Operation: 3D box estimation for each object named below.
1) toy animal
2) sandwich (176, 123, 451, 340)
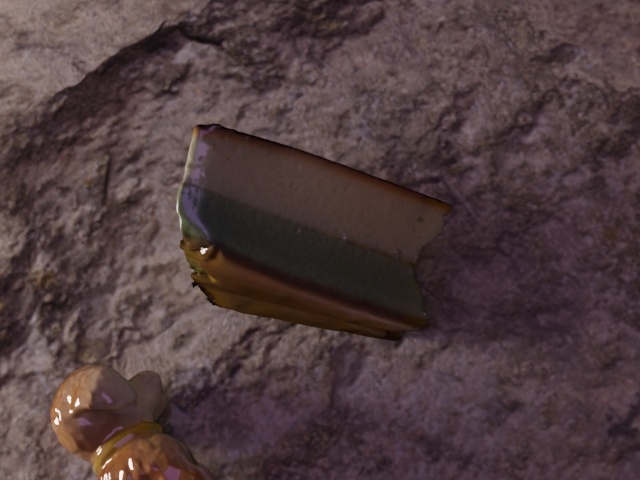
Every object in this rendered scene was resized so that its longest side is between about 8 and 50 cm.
[{"bbox_3d":[-0.171,0.199,0.982,0.184,0.104,0.185,-41,78,-5],"label":"toy animal"},{"bbox_3d":[0.000,0.000,0.949,0.186,0.220,0.108,9,75,10],"label":"sandwich"}]
